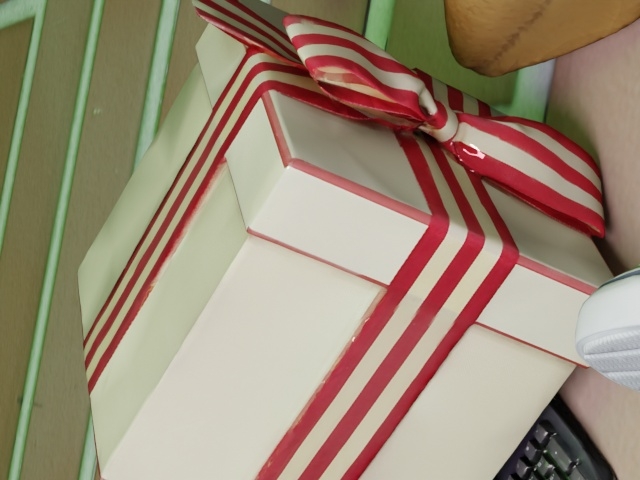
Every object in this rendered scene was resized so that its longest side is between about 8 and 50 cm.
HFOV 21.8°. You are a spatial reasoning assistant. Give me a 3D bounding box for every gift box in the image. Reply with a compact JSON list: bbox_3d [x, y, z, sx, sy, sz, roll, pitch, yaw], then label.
[{"bbox_3d":[0.000,0.000,0.997,0.258,0.255,0.276,-56,31,23],"label":"gift box"}]

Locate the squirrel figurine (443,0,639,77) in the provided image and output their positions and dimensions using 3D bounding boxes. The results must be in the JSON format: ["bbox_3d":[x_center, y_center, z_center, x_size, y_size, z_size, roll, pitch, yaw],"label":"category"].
[{"bbox_3d":[0.161,-0.350,0.929,0.397,0.281,0.370,-16,54,44],"label":"squirrel figurine"}]

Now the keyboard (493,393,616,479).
[{"bbox_3d":[0.074,0.224,1.037,0.317,0.033,0.201,-64,30,23],"label":"keyboard"}]

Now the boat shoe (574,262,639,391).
[{"bbox_3d":[0.243,0.011,0.750,0.302,0.109,0.094,-16,49,50],"label":"boat shoe"}]
